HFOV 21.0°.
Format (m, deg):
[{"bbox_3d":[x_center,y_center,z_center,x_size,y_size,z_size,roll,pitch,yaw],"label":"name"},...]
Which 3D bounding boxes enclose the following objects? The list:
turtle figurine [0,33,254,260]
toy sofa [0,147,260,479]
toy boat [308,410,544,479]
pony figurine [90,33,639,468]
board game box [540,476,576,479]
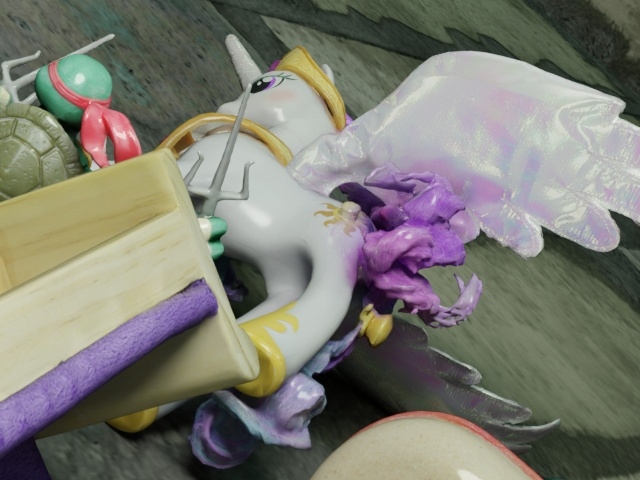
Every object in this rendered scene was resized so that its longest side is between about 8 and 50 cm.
[{"bbox_3d":[-0.151,-0.023,0.885,0.175,0.234,0.118,44,20,19],"label":"turtle figurine"},{"bbox_3d":[-0.152,0.093,0.663,0.177,0.150,0.362,69,21,-6],"label":"toy sofa"},{"bbox_3d":[0.092,0.197,0.952,0.231,0.151,0.151,42,6,13],"label":"toy boat"},{"bbox_3d":[0.000,0.000,1.093,0.351,0.303,0.363,34,35,16],"label":"pony figurine"},{"bbox_3d":[0.160,0.211,1.173,0.186,0.026,0.126,13,31,-46],"label":"board game box"}]
